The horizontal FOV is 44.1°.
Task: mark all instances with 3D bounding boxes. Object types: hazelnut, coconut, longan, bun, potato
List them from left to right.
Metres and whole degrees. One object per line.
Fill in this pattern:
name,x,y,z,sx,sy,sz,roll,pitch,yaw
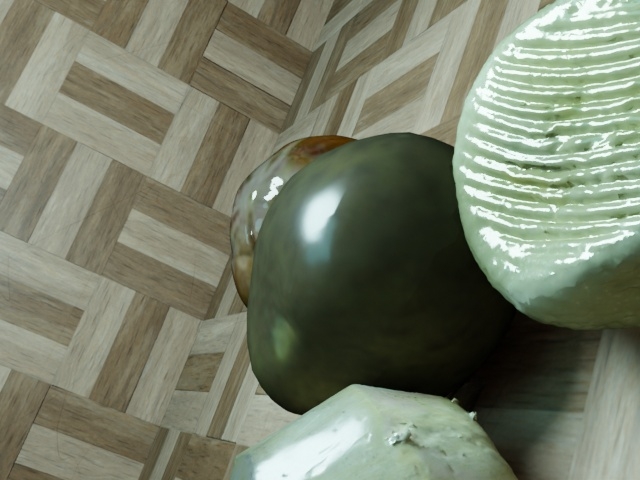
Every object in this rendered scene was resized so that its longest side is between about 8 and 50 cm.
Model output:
hazelnut,0.000,0.000,1.330,0.315,0.372,0.372,12,73,40
coconut,0.046,0.335,0.816,0.352,0.352,0.353,-51,23,31
longan,0.076,0.050,1.025,0.404,0.336,0.404,-40,-19,-17
potato,0.174,0.217,1.032,0.093,0.037,0.036,-64,15,-1
bun,0.307,-0.080,0.773,0.349,0.227,0.353,15,95,56
